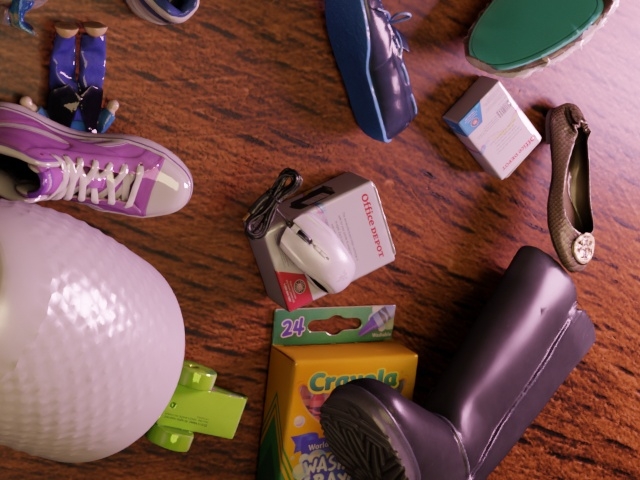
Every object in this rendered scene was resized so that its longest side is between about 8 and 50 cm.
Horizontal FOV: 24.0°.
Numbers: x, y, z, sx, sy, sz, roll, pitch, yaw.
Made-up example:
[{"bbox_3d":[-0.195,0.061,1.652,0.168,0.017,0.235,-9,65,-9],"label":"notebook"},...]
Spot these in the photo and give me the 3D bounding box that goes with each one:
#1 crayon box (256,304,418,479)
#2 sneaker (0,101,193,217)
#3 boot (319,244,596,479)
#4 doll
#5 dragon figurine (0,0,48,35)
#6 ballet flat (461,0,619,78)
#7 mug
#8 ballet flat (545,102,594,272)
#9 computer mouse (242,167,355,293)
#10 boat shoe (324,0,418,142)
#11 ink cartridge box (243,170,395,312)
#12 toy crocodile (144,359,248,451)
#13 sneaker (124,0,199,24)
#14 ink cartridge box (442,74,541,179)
[{"bbox_3d":[0.022,0.259,2.152,0.203,0.083,0.322,-1,105,-28],"label":"crayon box"},{"bbox_3d":[-0.290,-0.070,1.803,0.282,0.161,0.102,14,111,-12],"label":"sneaker"},{"bbox_3d":[0.208,0.178,2.108,0.445,0.146,0.367,-48,141,-24],"label":"boot"},{"bbox_3d":[-0.309,-0.176,1.871,0.129,0.046,0.189,-6,113,-28],"label":"doll"},{"bbox_3d":[-0.379,-0.331,1.763,0.289,0.085,0.144,17,94,-35],"label":"dragon figurine"},{"bbox_3d":[0.380,-0.359,2.127,0.409,0.147,0.147,-42,120,-1],"label":"ballet flat"},{"bbox_3d":[-0.390,0.111,1.733,0.374,0.276,0.328,-22,157,13],"label":"mug"},{"bbox_3d":[0.373,-0.079,2.202,0.084,0.058,0.249,5,80,-49],"label":"ballet flat"},{"bbox_3d":[-0.013,0.001,1.994,0.106,0.042,0.193,-50,119,-8],"label":"computer mouse"},{"bbox_3d":[0.071,-0.260,2.028,0.089,0.109,0.258,-32,134,-24],"label":"boat shoe"},{"bbox_3d":[0.000,0.000,2.069,0.175,0.072,0.127,-26,114,-19],"label":"ink cartridge box"},{"bbox_3d":[-0.247,0.205,1.993,0.341,0.105,0.115,11,99,-34],"label":"toy crocodile"},{"bbox_3d":[-0.205,-0.403,1.810,0.112,0.131,0.296,-25,113,-17],"label":"sneaker"},{"bbox_3d":[0.247,-0.161,2.163,0.088,0.052,0.122,-46,119,-8],"label":"ink cartridge box"}]
